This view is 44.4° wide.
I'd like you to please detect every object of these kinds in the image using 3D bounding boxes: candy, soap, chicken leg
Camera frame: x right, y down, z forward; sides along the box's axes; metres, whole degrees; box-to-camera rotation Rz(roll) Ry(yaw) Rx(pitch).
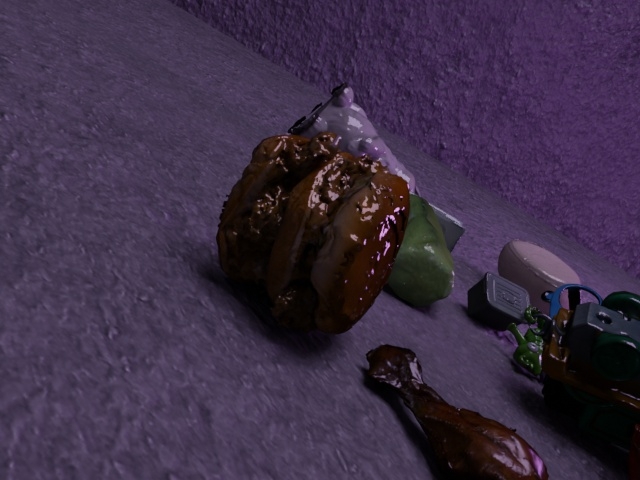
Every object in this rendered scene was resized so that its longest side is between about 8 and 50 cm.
[{"bbox_3d":[0.180,0.015,1.523,0.343,0.132,0.142,-83,157,-71],"label":"candy"},{"bbox_3d":[0.206,-0.036,1.721,0.198,0.114,0.063,29,16,-9],"label":"soap"},{"bbox_3d":[0.148,0.216,0.926,0.113,0.093,0.304,4,26,-38],"label":"chicken leg"}]

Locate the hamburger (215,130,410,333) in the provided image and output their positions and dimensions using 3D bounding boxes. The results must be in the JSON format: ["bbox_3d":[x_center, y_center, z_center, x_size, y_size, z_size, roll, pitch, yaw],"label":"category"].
[{"bbox_3d":[-0.007,0.002,1.032,0.211,0.245,0.260,23,52,23],"label":"hamburger"}]

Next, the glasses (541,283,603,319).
[{"bbox_3d":[0.513,0.203,1.489,0.207,0.102,0.239,50,30,-29],"label":"glasses"}]

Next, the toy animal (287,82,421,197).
[{"bbox_3d":[0.098,-0.193,1.925,0.357,0.194,0.258,45,-11,-12],"label":"toy animal"}]

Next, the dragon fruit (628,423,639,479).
[{"bbox_3d":[0.534,0.328,1.042,0.252,0.241,0.241,32,16,9],"label":"dragon fruit"}]

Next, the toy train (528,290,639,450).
[{"bbox_3d":[0.524,0.247,1.251,0.429,0.249,0.178,22,31,14],"label":"toy train"}]

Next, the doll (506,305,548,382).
[{"bbox_3d":[0.396,0.187,1.460,0.115,0.050,0.190,53,33,-2],"label":"doll"}]

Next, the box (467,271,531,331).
[{"bbox_3d":[0.349,0.125,1.548,0.122,0.069,0.084,26,49,-21],"label":"box"}]

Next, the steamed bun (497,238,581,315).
[{"bbox_3d":[0.509,0.100,1.853,0.177,0.130,0.228,10,27,-30],"label":"steamed bun"}]
